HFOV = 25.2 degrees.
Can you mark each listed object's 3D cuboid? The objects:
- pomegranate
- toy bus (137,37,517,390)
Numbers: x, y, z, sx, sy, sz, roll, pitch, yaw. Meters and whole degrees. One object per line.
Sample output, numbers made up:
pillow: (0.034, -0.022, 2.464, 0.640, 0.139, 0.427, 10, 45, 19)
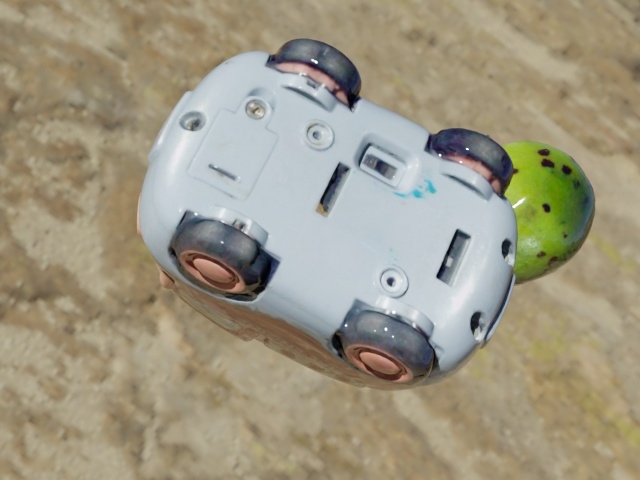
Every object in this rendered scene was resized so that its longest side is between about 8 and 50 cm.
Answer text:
pomegranate: (0.187, -0.026, 1.342, 0.122, 0.143, 0.169, 59, 5, 28)
toy bus: (0.000, 0.000, 1.098, 0.288, 0.232, 0.194, 27, 67, -4)
